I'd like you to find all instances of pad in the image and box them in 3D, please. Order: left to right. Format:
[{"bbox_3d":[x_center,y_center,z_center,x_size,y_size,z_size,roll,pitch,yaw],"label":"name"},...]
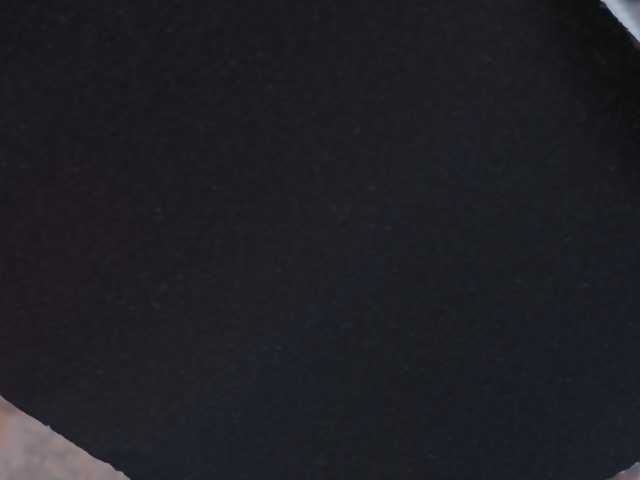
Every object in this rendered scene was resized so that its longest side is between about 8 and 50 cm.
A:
[{"bbox_3d":[0.000,0.000,0.369,0.143,0.003,0.211,-32,-47,19],"label":"pad"}]
